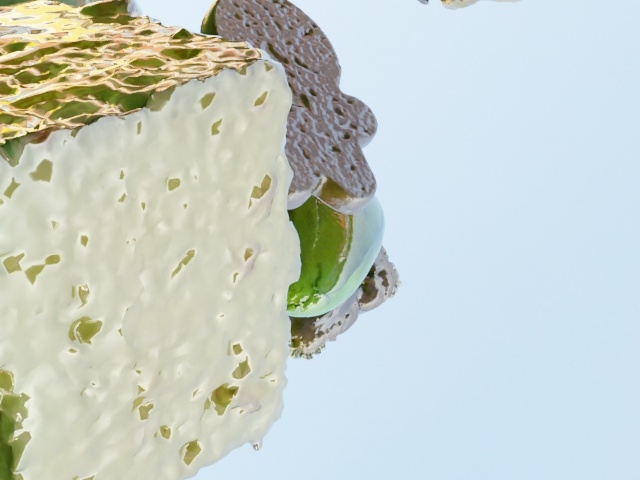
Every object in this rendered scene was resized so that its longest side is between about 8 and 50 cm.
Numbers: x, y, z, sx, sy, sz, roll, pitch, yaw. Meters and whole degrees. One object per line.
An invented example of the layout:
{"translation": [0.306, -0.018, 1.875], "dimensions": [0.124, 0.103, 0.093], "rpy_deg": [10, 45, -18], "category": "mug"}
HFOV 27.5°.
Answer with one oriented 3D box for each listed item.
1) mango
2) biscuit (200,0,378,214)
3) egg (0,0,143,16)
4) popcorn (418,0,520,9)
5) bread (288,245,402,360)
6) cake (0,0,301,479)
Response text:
{"translation": [0.000, 0.000, 1.410], "dimensions": [0.125, 0.233, 0.111], "rpy_deg": [28, -54, 9], "category": "mango"}
{"translation": [-0.030, -0.125, 1.148], "dimensions": [0.039, 0.180, 0.236], "rpy_deg": [-44, -128, 43], "category": "biscuit"}
{"translation": [-0.330, -0.181, 1.483], "dimensions": [0.258, 0.258, 0.352], "rpy_deg": [-12, -128, 39], "category": "egg"}
{"translation": [0.181, -0.372, 1.614], "dimensions": [0.191, 0.190, 0.253], "rpy_deg": [-42, -145, 10], "category": "popcorn"}
{"translation": [-0.022, 0.027, 1.642], "dimensions": [0.192, 0.210, 0.110], "rpy_deg": [-37, -168, -22], "category": "bread"}
{"translation": [-0.184, -0.003, 0.697], "dimensions": [0.286, 0.227, 0.222], "rpy_deg": [21, -59, 39], "category": "cake"}
